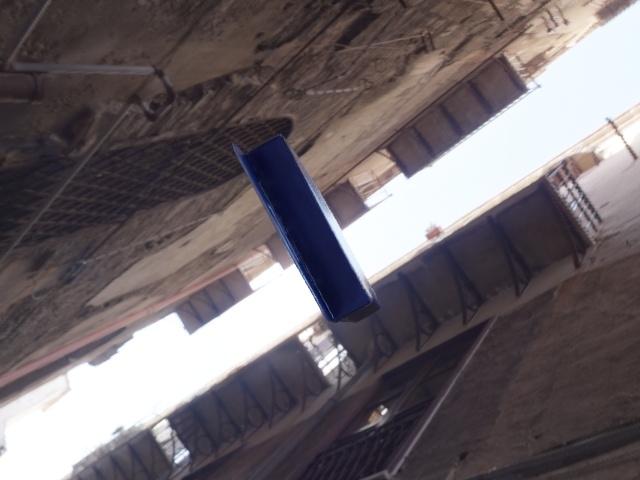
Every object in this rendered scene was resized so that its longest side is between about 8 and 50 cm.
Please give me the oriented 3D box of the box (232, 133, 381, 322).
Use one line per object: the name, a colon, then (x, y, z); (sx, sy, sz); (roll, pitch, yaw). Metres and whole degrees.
box: (0.000, 0.000, 0.495); (0.037, 0.225, 0.136); (-29, -100, 4)
